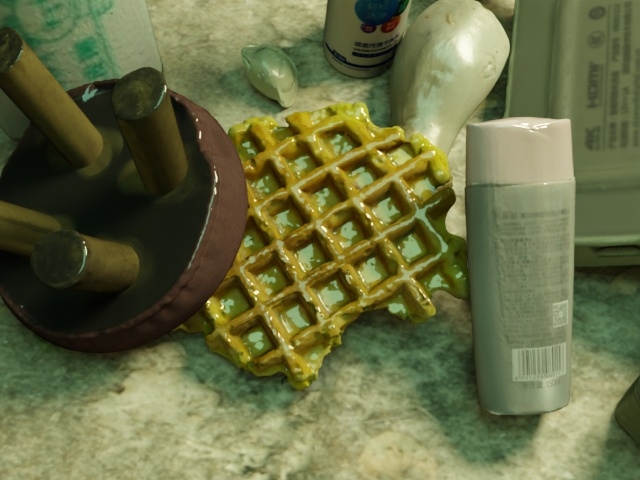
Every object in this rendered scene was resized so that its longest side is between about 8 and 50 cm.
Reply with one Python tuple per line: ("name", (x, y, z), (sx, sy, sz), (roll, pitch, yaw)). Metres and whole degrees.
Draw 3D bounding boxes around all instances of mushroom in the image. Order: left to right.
("mushroom", (0.118, -0.152, 0.961), (0.116, 0.093, 0.225), (21, 70, 17))

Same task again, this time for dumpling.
("dumpling", (-0.051, -0.189, 0.997), (0.077, 0.043, 0.059), (39, 47, 16))

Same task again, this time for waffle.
("waffle", (-0.010, 0.001, 0.876), (0.300, 0.058, 0.282), (-9, 75, 5))

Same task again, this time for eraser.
("eraser", (-0.261, -0.221, 0.861), (0.189, 0.290, 0.104), (-23, 70, -10))

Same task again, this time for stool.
("stool", (-0.217, -0.045, 0.810), (0.272, 0.178, 0.272), (-5, 70, 15))

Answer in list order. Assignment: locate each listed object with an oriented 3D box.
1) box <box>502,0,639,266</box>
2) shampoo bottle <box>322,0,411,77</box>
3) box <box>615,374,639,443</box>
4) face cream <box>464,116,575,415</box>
("box", (0.369, -0.153, 0.901), (0.373, 0.090, 0.367), (-3, 61, 26))
("shampoo bottle", (0.058, -0.285, 0.902), (0.092, 0.303, 0.092), (2, 66, -5))
("box", (0.387, 0.172, 0.814), (0.148, 0.129, 0.210), (-41, 75, -19))
("face cream", (0.187, 0.022, 0.828), (0.107, 0.073, 0.269), (-6, 99, -23))
